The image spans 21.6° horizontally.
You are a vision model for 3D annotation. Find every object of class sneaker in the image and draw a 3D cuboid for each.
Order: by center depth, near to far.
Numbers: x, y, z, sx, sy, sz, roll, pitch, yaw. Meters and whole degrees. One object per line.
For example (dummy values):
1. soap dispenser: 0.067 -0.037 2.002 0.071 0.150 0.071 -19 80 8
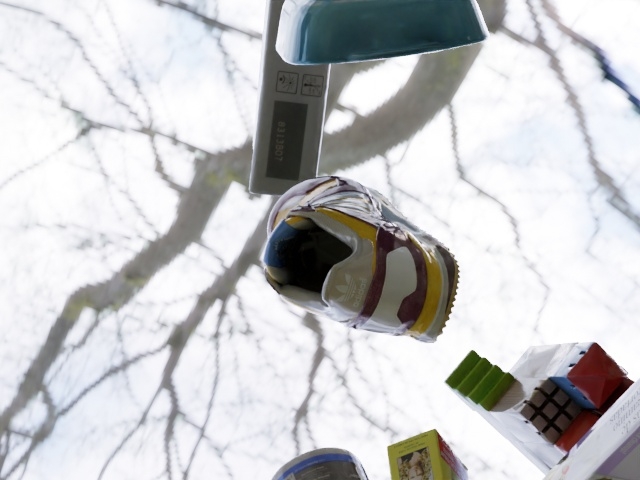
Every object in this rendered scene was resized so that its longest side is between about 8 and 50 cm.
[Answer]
1. sneaker: 0.000 0.000 0.913 0.084 0.070 0.185 14 -174 -29

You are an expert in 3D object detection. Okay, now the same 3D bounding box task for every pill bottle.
1. pill bottle: 0.016 0.225 1.221 0.078 0.078 0.137 -2 -138 -22

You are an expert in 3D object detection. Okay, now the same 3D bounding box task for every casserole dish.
1. casserole dish: 0.031 -0.128 0.952 0.114 0.188 0.037 -7 -79 -3

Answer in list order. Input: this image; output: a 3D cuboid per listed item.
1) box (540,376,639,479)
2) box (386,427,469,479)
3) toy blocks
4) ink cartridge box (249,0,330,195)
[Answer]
1. box: 0.258 0.211 1.502 0.067 0.324 0.063 27 -140 -11
2. box: 0.115 0.297 1.579 0.058 0.087 0.232 -23 -138 15
3. toy blocks: 0.327 0.233 1.696 0.381 0.261 0.191 43 -102 -5
4. ink cartridge box: -0.021 -0.146 1.324 0.066 0.189 0.232 6 -168 1
